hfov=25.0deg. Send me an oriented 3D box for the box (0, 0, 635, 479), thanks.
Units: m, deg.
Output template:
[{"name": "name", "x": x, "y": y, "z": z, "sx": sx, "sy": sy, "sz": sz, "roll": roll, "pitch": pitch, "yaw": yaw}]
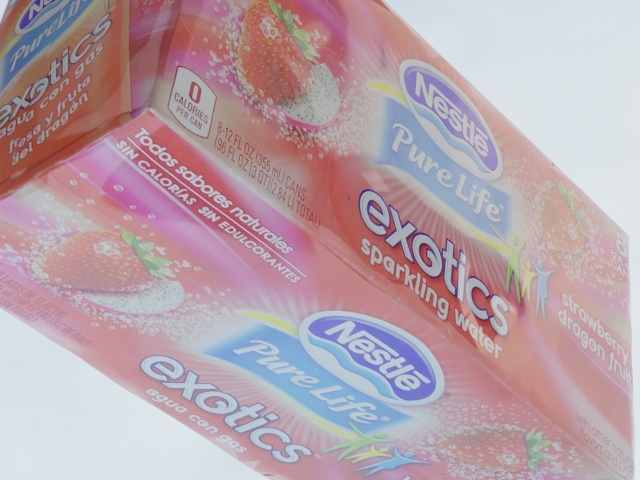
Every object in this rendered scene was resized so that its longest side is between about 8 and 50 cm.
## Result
[{"name": "box", "x": 0.000, "y": 0.000, "z": 0.637, "sx": 0.142, "sy": 0.300, "sz": 0.154, "roll": -26, "pitch": -140, "yaw": 35}]
